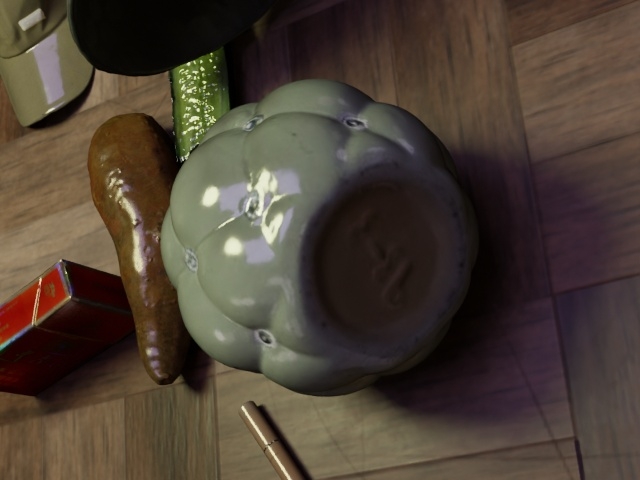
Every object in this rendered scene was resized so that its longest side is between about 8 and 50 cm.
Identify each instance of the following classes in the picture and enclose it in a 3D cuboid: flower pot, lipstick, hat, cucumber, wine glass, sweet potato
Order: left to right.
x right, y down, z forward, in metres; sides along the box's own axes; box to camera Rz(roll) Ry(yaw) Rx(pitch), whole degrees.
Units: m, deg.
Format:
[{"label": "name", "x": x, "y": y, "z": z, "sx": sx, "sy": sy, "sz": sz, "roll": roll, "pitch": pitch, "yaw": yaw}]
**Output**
[{"label": "hat", "x": -0.342, "y": -0.233, "z": 1.169, "sx": 0.166, "sy": 0.144, "sz": 0.173, "roll": -25, "pitch": 52, "yaw": 23}, {"label": "wine glass", "x": -0.218, "y": -0.383, "z": 0.970, "sx": 0.267, "sy": 0.267, "sz": 0.406, "roll": -45, "pitch": 71, "yaw": 14}, {"label": "sweet potato", "x": -0.165, "y": -0.007, "z": 1.002, "sx": 0.097, "sy": 0.097, "sz": 0.292, "roll": -27, "pitch": 62, "yaw": 24}, {"label": "cucumber", "x": -0.117, "y": -0.182, "z": 1.054, "sx": 0.070, "sy": 0.046, "sz": 0.220, "roll": -19, "pitch": 67, "yaw": 25}, {"label": "lipstick", "x": -0.042, "y": 0.180, "z": 0.907, "sx": 0.019, "sy": 0.019, "sz": 0.094, "roll": -47, "pitch": 56, "yaw": 13}, {"label": "flower pot", "x": 0.000, "y": 0.000, "z": 0.802, "sx": 0.195, "sy": 0.246, "sz": 0.246, "roll": 19, "pitch": 86, "yaw": 61}]

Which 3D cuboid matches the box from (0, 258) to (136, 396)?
[{"label": "box", "x": -0.269, "y": 0.092, "z": 1.029, "sx": 0.175, "sy": 0.112, "sz": 0.048, "roll": -34, "pitch": 60, "yaw": 23}]
